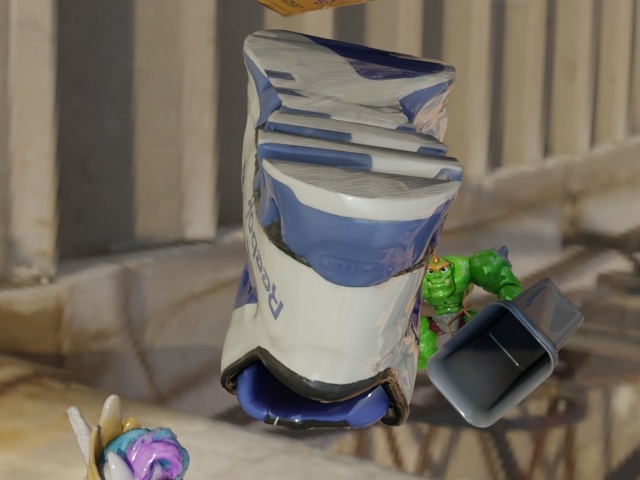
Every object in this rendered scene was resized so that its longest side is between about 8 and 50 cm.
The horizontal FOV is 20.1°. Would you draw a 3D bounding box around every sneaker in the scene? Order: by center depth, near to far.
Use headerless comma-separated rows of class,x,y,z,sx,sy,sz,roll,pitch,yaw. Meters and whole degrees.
sneaker,0.000,0.000,1.002,0.315,0.128,0.182,-85,-174,-69

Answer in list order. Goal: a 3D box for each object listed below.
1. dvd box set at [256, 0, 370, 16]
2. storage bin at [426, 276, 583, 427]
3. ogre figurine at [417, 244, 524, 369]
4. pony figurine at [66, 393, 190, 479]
dvd box set,0.119,-0.398,1.805,0.062,0.420,0.307,21,73,-44
storage bin,0.173,0.092,1.672,0.098,0.135,0.091,48,44,6
ogre figurine,0.128,0.072,1.851,0.097,0.197,0.118,3,78,-59
pony figurine,-0.138,0.347,1.417,0.303,0.351,0.363,-3,123,-47
